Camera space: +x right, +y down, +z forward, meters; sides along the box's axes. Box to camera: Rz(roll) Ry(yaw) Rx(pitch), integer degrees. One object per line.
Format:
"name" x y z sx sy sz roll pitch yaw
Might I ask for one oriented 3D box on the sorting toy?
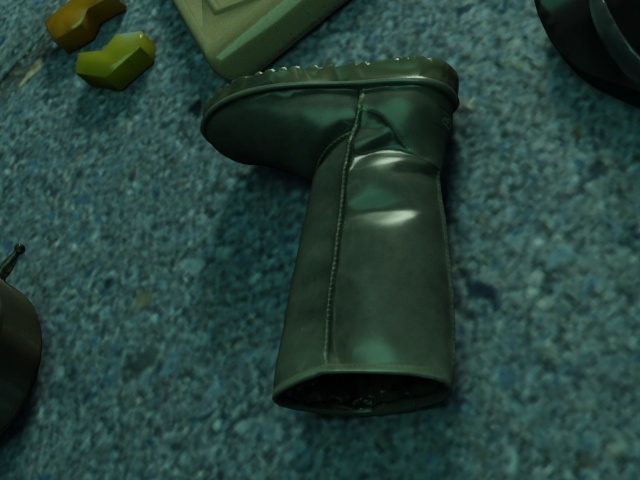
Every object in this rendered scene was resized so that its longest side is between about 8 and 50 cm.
"sorting toy" -0.069 -0.218 0.929 0.307 0.041 0.229 -38 49 7

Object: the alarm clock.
"alarm clock" -0.248 0.099 0.836 0.129 0.064 0.192 -10 55 27

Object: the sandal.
"sandal" 0.200 -0.100 0.673 0.097 0.054 0.254 -40 49 6

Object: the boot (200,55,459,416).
"boot" -0.002 -0.001 0.743 0.189 0.076 0.209 -8 65 32
